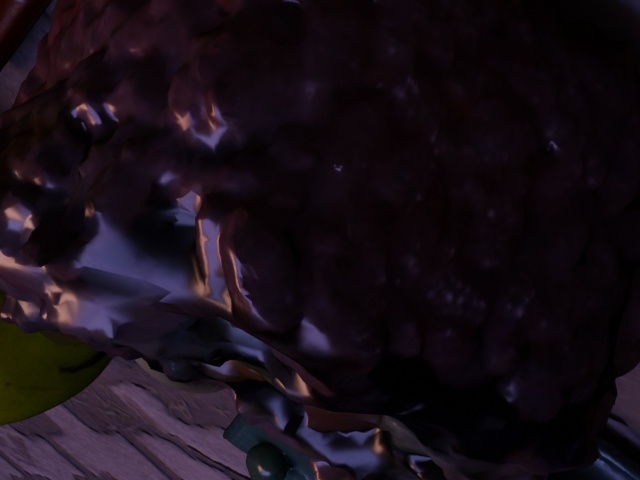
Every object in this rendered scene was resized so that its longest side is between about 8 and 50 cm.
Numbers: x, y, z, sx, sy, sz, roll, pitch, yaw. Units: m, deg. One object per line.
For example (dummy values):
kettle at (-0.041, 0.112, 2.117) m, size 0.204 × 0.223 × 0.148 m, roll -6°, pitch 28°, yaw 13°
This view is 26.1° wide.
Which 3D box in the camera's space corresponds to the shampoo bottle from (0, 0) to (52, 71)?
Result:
shampoo bottle at (-0.187, -0.142, 0.708) m, size 0.102 × 0.064 × 0.260 m, roll 44°, pitch 153°, yaw -12°

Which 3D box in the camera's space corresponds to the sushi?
sushi at (0.000, 0.000, 0.540) m, size 0.270 × 0.171 × 0.236 m, roll 33°, pitch 153°, yaw -29°

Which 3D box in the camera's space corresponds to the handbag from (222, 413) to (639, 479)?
handbag at (0.072, 0.165, 0.852) m, size 0.269 × 0.100 × 0.274 m, roll 36°, pitch 154°, yaw 0°

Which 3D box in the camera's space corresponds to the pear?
pear at (-0.237, 0.037, 0.923) m, size 0.220 × 0.187 × 0.187 m, roll -5°, pitch 135°, yaw 30°
